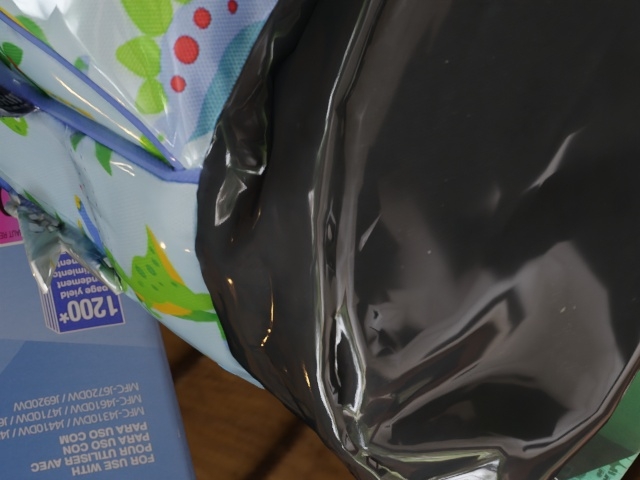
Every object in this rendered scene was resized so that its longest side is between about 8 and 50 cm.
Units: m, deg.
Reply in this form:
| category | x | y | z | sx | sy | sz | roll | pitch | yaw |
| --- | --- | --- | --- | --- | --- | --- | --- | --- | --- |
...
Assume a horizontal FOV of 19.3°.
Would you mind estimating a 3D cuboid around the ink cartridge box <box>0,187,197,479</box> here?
| category | x | y | z | sx | sy | sz | roll | pitch | yaw |
| --- | --- | --- | --- | --- | --- | --- | --- | --- | --- |
| ink cartridge box | -0.211 | 0.159 | 1.129 | 0.270 | 0.151 | 0.395 | -11 | -120 | -10 |

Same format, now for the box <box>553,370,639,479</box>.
| category | x | y | z | sx | sy | sz | roll | pitch | yaw |
| --- | --- | --- | --- | --- | --- | --- | --- | --- | --- |
| box | 0.195 | -0.043 | 0.857 | 0.058 | 0.322 | 0.232 | 27 | -128 | 7 |

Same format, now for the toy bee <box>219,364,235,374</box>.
| category | x | y | z | sx | sy | sz | roll | pitch | yaw |
| --- | --- | --- | --- | --- | --- | --- | --- | --- | --- |
| toy bee | 0.000 | 0.000 | 0.968 | 0.298 | 0.195 | 0.162 | 53 | -136 | -37 |

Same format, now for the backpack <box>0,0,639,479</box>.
| category | x | y | z | sx | sy | sz | roll | pitch | yaw |
| --- | --- | --- | --- | --- | --- | --- | --- | --- | --- |
| backpack | -0.034 | -0.132 | 0.555 | 0.273 | 0.355 | 0.290 | 38 | -93 | -38 |
